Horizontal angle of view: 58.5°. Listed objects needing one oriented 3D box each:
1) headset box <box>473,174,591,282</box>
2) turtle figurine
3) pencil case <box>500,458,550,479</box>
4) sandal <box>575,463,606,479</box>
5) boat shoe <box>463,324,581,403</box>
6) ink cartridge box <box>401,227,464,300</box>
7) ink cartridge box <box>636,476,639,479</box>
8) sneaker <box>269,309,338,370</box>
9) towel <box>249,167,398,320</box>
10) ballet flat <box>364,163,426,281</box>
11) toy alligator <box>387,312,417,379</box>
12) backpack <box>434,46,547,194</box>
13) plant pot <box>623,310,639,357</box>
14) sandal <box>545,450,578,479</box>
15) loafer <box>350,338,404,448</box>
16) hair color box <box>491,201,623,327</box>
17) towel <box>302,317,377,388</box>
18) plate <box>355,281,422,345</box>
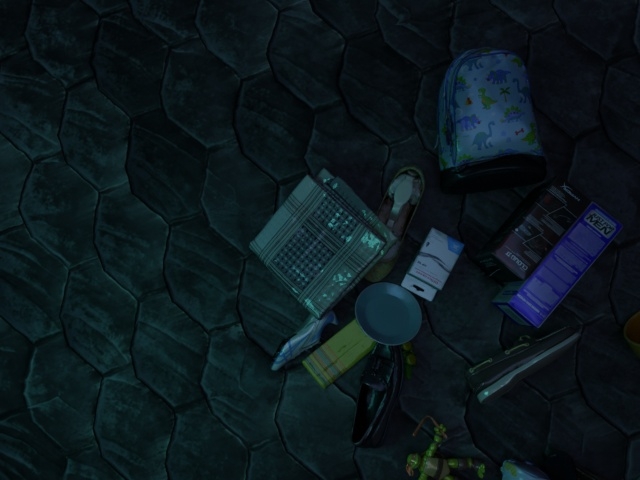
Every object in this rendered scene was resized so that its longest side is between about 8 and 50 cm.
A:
[{"bbox_3d":[0.538,-0.011,1.504,0.110,0.218,0.293,41,88,6],"label":"headset box"},{"bbox_3d":[0.315,0.622,1.528,0.217,0.087,0.270,19,78,-4],"label":"turtle figurine"},{"bbox_3d":[0.508,0.720,1.499,0.124,0.113,0.273,17,86,14],"label":"pencil case"},{"bbox_3d":[0.729,0.663,1.523,0.219,0.060,0.090,33,114,19],"label":"sandal"},{"bbox_3d":[0.540,0.313,1.533,0.324,0.117,0.097,-33,56,0],"label":"boat shoe"},{"bbox_3d":[0.310,0.068,1.583,0.104,0.060,0.180,28,85,4],"label":"ink cartridge box"},{"bbox_3d":[1.026,0.679,1.507,0.307,0.072,0.304,-43,84,-4],"label":"ink cartridge box"},{"bbox_3d":[-0.048,0.278,1.573,0.086,0.085,0.237,44,91,-3],"label":"sneaker"},{"bbox_3d":[0.000,0.000,1.548,0.324,0.056,0.312,-47,68,6],"label":"towel"},{"bbox_3d":[0.196,-0.053,1.573,0.123,0.123,0.349,24,87,4],"label":"ballet flat"},{"bbox_3d":[0.230,0.287,1.579,0.051,0.056,0.190,-3,68,-36],"label":"toy alligator"},{"bbox_3d":[0.446,-0.333,1.537,0.289,0.273,0.356,-5,73,9],"label":"backpack"},{"bbox_3d":[0.933,0.287,1.486,0.205,0.205,0.188,-31,100,0],"label":"plant pot"},{"bbox_3d":[0.656,0.684,1.501,0.097,0.054,0.255,-27,87,34],"label":"sandal"},{"bbox_3d":[0.149,0.409,1.529,0.109,0.095,0.303,9,87,44],"label":"loafer"},{"bbox_3d":[0.616,0.068,1.510,0.110,0.185,0.339,42,88,6],"label":"hair color box"},{"bbox_3d":[0.069,0.304,1.598,0.237,0.021,0.102,-39,90,-2],"label":"towel"},{"bbox_3d":[0.185,0.203,1.569,0.188,0.024,0.188,4,57,-7],"label":"plate"}]
